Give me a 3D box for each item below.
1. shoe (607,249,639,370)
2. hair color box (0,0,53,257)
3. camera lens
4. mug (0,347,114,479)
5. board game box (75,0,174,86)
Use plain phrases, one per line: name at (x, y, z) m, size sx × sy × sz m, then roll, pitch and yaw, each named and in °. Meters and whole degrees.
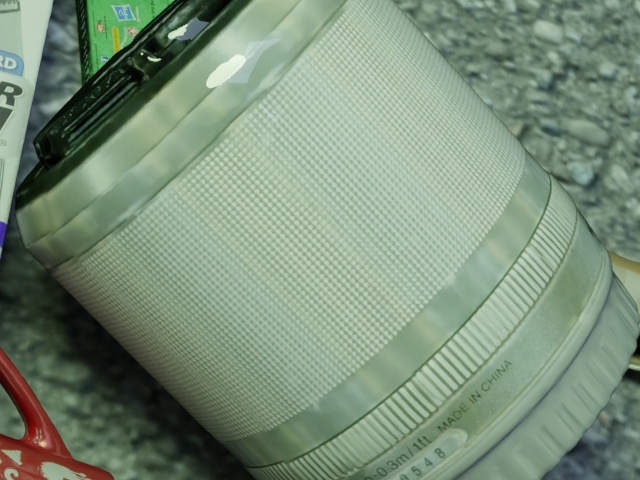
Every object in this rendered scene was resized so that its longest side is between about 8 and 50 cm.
shoe at (0.140, 0.034, 0.984) m, size 0.219 × 0.076 × 0.058 m, roll 15°, pitch 51°, yaw -17°
hair color box at (-0.247, -0.113, 0.890) m, size 0.185 × 0.110 × 0.339 m, roll 13°, pitch 55°, yaw -14°
camera lens at (0.000, 0.000, 0.827) m, size 0.274 × 0.219 × 0.219 m, roll 47°, pitch 52°, yaw -12°
mug at (-0.184, 0.115, 0.761) m, size 0.169 × 0.150 × 0.113 m, roll 20°, pitch 15°, yaw -16°
board game box at (-0.078, -0.085, 0.994) m, size 0.136 × 0.030 × 0.259 m, roll 3°, pitch 60°, yaw -19°
